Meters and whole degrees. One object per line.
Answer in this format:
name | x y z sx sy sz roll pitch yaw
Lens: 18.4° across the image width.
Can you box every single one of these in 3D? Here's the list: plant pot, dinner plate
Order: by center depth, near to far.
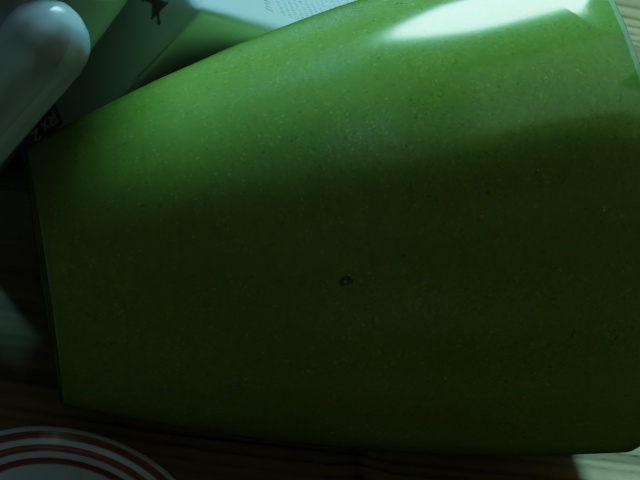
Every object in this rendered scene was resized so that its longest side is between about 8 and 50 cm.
dinner plate | -0.125 0.144 0.965 0.141 0.017 0.141 13 36 -10
plant pot | 0.000 0.000 1.043 0.293 0.275 0.275 -9 41 -10

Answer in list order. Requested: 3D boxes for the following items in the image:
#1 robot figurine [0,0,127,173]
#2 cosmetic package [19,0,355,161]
robot figurine | -0.209 -0.141 1.011 0.200 0.353 0.300 18 27 -47
cosmetic package | -0.085 -0.126 1.163 0.184 0.151 0.151 9 47 -51
